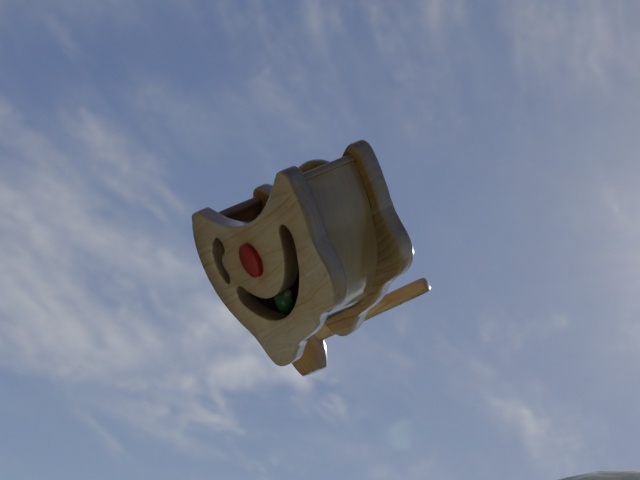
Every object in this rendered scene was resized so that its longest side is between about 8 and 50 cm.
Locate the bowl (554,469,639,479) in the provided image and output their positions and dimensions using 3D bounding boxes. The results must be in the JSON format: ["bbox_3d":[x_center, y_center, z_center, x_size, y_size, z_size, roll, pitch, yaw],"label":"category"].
[{"bbox_3d":[0.155,0.257,0.593,0.289,0.289,0.156,13,-11,22],"label":"bowl"}]

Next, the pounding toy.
[{"bbox_3d":[0.000,0.000,0.977,0.154,0.155,0.269,58,-29,14],"label":"pounding toy"}]
